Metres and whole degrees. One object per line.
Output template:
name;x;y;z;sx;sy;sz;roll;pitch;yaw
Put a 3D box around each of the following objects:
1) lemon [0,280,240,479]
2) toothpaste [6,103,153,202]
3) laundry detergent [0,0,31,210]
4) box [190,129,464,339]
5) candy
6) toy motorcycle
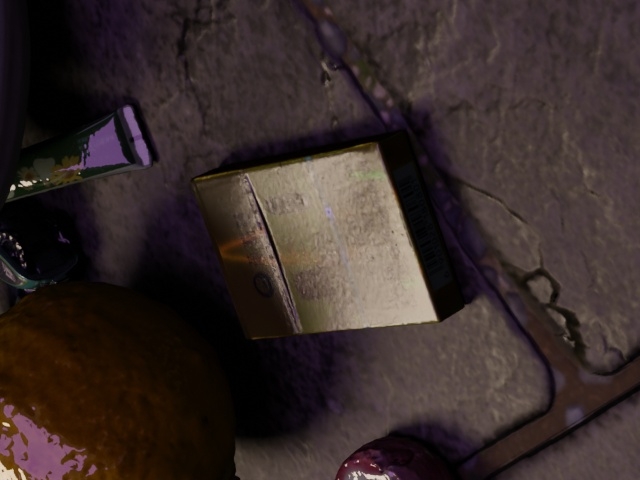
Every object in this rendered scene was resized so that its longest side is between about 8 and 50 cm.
lemon;-0.161;0.128;1.325;0.231;0.192;0.192;28;132;11
toothpaste;-0.211;-0.052;1.370;0.204;0.031;0.049;-15;99;30
laundry detergent;-0.364;-0.126;1.432;0.398;0.124;0.264;2;87;55
box;0.000;0.000;1.211;0.193;0.030;0.121;-9;104;48
candy;0.054;0.183;1.244;0.103;0.043;0.103;25;128;36
toy motorcycle;-0.254;-0.001;1.456;0.173;0.058;0.100;43;136;25
